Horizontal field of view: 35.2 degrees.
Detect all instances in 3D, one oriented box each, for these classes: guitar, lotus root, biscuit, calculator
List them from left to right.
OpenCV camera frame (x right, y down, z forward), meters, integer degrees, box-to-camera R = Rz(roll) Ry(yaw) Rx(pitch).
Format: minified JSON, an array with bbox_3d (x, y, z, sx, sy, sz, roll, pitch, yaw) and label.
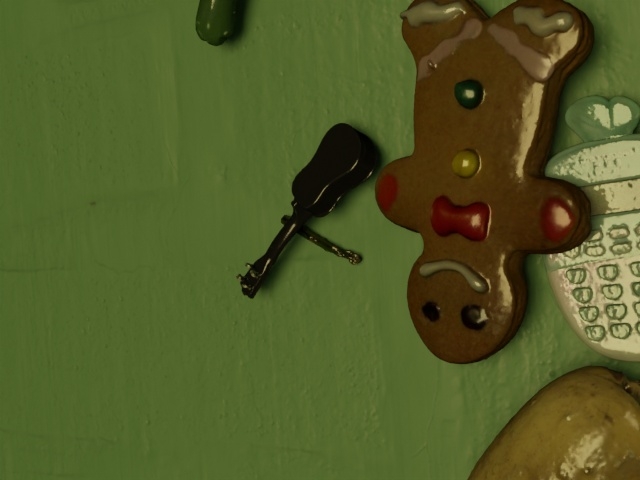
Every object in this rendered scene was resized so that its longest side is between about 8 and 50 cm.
[{"bbox_3d":[-0.030,-0.032,1.289,0.271,0.038,0.084,-50,42,18],"label":"guitar"},{"bbox_3d":[0.173,-0.068,1.147,0.283,0.064,0.432,14,100,41],"label":"biscuit"},{"bbox_3d":[0.244,0.289,1.105,0.169,0.151,0.343,42,109,22],"label":"lotus root"},{"bbox_3d":[0.330,-0.014,1.103,0.184,0.042,0.295,-8,92,30],"label":"calculator"}]

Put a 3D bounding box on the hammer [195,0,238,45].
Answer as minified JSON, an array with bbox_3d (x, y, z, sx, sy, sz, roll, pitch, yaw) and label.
[{"bbox_3d":[-0.104,-0.417,1.301,0.206,0.119,0.336,23,111,28],"label":"hammer"}]

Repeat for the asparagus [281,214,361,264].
[{"bbox_3d":[0.000,0.000,1.309,0.127,0.015,0.018,29,107,26],"label":"asparagus"}]
